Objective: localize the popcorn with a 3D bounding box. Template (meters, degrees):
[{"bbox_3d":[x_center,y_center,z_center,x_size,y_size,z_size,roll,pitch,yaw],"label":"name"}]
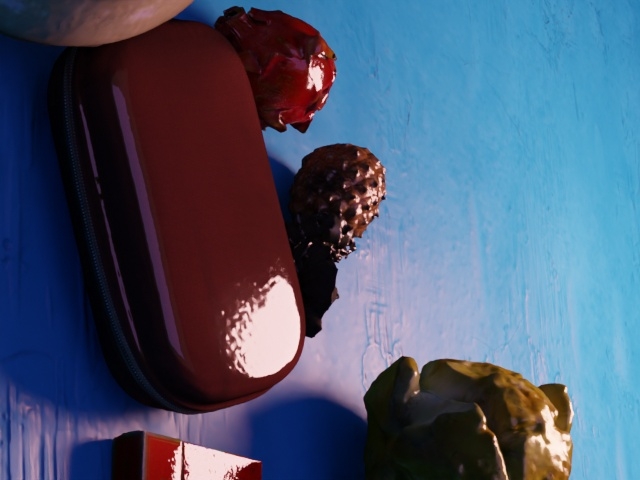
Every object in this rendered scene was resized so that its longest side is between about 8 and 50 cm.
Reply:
[{"bbox_3d":[0.154,0.261,1.767,0.225,0.276,0.276,14,63,-16],"label":"popcorn"}]

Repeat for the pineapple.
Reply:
[{"bbox_3d":[0.000,0.000,1.769,0.119,0.111,0.237,63,34,-44],"label":"pineapple"}]

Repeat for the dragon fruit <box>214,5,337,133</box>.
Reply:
[{"bbox_3d":[-0.049,-0.194,1.757,0.166,0.133,0.136,50,50,-36],"label":"dragon fruit"}]

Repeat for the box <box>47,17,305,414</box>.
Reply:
[{"bbox_3d":[-0.142,-0.028,1.591,0.263,0.108,0.404,-9,85,-54],"label":"box"}]

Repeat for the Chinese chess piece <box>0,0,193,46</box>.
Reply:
[{"bbox_3d":[-0.234,-0.343,1.452,0.338,0.140,0.338,5,75,-21],"label":"Chinese chess piece"}]

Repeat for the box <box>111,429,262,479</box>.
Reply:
[{"bbox_3d":[-0.129,0.257,1.559,0.175,0.048,0.112,22,61,-48],"label":"box"}]
